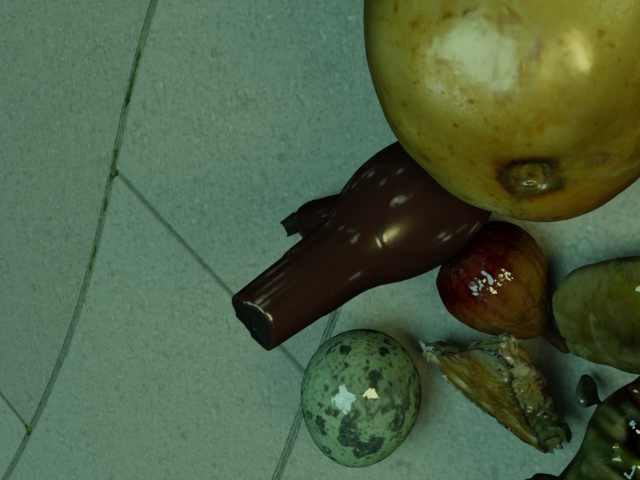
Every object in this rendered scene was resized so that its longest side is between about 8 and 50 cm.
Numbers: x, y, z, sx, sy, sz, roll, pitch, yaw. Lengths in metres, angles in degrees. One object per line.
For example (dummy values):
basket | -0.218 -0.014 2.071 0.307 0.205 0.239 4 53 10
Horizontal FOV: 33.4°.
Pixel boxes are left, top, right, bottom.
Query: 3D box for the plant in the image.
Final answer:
plant | 0.335 0.247 0.896 0.333 0.251 0.180 29 90 19

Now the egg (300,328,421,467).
egg | 0.043 0.177 1.172 0.132 0.132 0.172 29 132 28

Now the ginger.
ginger | 0.328 0.070 0.936 0.262 0.109 0.117 10 95 34

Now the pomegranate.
pomegranate | 0.167 -0.158 0.879 0.307 0.307 0.308 12 110 35

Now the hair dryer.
hair dryer | 0.000 0.000 1.090 0.123 0.312 0.340 61 155 -11

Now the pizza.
pizza | 0.177 0.129 1.054 0.185 0.052 0.195 35 163 18

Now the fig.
fig | 0.176 0.056 1.060 0.119 0.119 0.153 3 129 37
